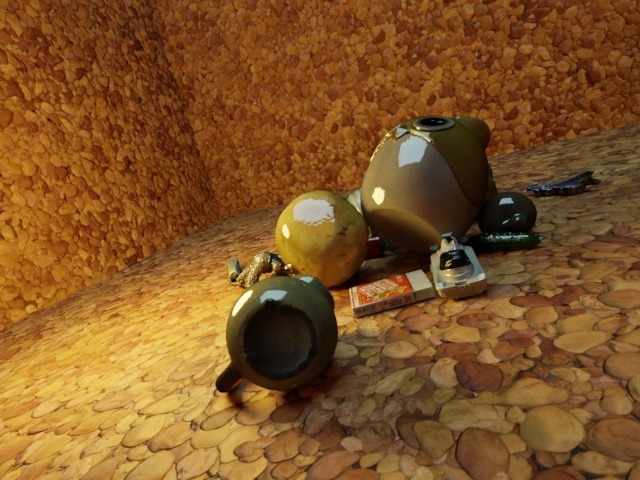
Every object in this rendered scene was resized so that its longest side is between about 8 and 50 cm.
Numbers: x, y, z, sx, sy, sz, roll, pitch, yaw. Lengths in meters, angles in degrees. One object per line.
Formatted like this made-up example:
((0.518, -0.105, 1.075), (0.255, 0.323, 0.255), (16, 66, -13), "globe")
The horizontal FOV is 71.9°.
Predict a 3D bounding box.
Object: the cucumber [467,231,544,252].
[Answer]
((0.574, 0.004, 1.378), (0.227, 0.069, 0.069), (-4, 17, 29), "cucumber")

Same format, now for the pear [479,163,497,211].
((0.580, -0.220, 1.841), (0.303, 0.304, 0.304), (-15, 13, 4), "pear")

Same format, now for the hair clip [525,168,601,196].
((0.987, -0.227, 1.821), (0.106, 0.085, 0.292), (-31, 14, -33), "hair clip")

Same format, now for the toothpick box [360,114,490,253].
((0.355, -0.209, 1.501), (0.408, 0.409, 0.426), (1, 57, 52), "toothpick box")

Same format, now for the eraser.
((0.199, 0.149, 1.270), (0.230, 0.038, 0.157), (-15, 13, 4), "eraser")

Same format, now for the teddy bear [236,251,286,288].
((-0.217, 0.103, 1.769), (0.251, 0.130, 0.181), (-23, 16, -24), "teddy bear")

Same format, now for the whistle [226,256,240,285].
((-0.391, 0.135, 2.001), (0.068, 0.057, 0.326), (-60, 15, 2), "whistle")

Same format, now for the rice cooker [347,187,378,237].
((0.267, -0.119, 1.826), (0.316, 0.265, 0.317), (-18, 18, 6), "rice cooker")

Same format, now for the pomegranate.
((0.000, 0.000, 1.502), (0.332, 0.333, 0.332), (-15, 13, 4), "pomegranate")

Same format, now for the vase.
((-0.114, 0.225, 1.016), (0.329, 0.241, 0.302), (-42, 0, 1), "vase")

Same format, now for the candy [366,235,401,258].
((0.169, 0.032, 1.703), (0.291, 0.086, 0.059), (-10, 7, 21), "candy")

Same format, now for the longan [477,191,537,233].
((0.611, -0.075, 1.443), (0.184, 0.159, 0.204), (-23, 14, 4), "longan")

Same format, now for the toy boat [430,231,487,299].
((0.373, 0.061, 1.236), (0.140, 0.141, 0.270), (-13, 27, 13), "toy boat")
